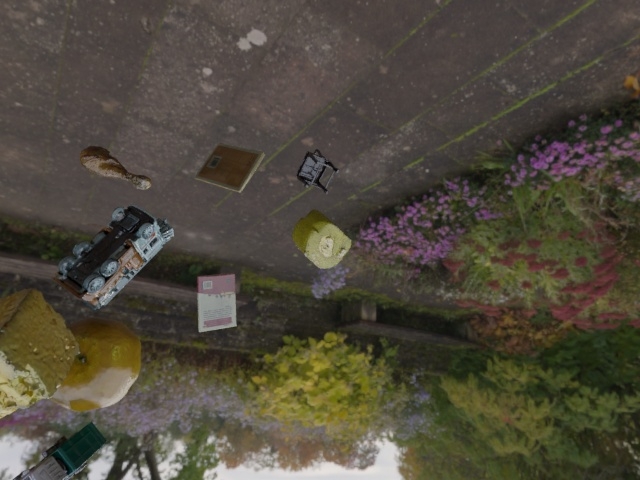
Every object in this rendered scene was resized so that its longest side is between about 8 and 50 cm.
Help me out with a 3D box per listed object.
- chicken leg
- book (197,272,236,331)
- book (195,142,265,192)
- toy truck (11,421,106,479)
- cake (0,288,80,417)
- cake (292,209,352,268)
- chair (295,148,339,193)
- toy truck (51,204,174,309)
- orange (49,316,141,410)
[{"bbox_3d":[-0.697,-0.239,1.409,0.251,0.107,0.087,26,116,2],"label":"chicken leg"},{"bbox_3d":[-0.432,0.257,1.729,0.162,0.232,0.022,-3,-174,-31],"label":"book"},{"bbox_3d":[-0.327,-0.265,1.478,0.241,0.170,0.018,20,162,33],"label":"book"},{"bbox_3d":[-0.730,0.626,1.177,0.124,0.114,0.253,-38,-179,10],"label":"toy truck"},{"bbox_3d":[-0.797,0.290,0.998,0.285,0.227,0.223,-18,119,2],"label":"cake"},{"bbox_3d":[0.000,0.000,1.678,0.156,0.179,0.260,40,-179,41],"label":"cake"},{"bbox_3d":[-0.032,-0.274,1.536,0.113,0.229,0.106,15,113,-34],"label":"chair"},{"bbox_3d":[-0.599,0.042,1.249,0.133,0.338,0.184,28,153,17],"label":"toy truck"},{"bbox_3d":[-0.689,0.372,1.257,0.278,0.279,0.235,5,155,-5],"label":"orange"}]
